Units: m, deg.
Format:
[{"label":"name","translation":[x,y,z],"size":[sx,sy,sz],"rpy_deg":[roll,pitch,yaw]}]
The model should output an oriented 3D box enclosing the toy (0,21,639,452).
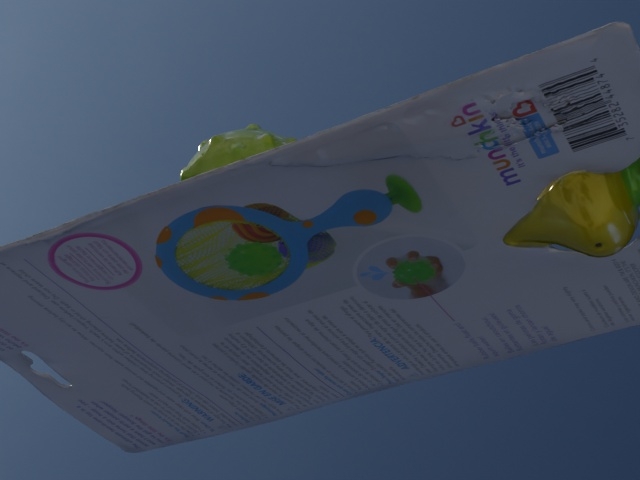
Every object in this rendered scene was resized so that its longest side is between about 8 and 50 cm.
[{"label":"toy","translation":[0.000,0.000,0.391],"size":[0.237,0.137,0.056],"rpy_deg":[-14,-129,24]}]
